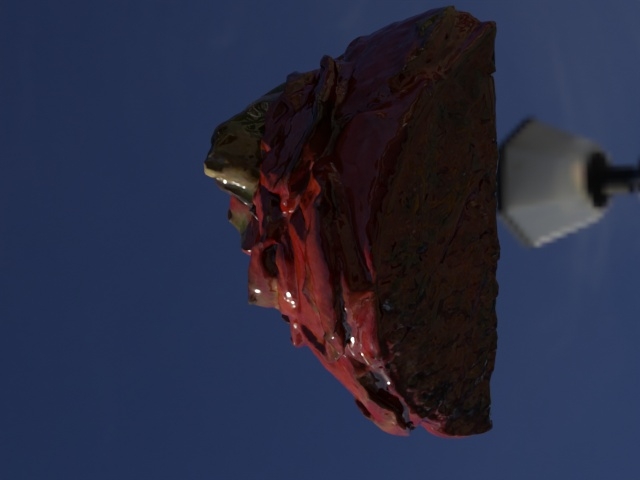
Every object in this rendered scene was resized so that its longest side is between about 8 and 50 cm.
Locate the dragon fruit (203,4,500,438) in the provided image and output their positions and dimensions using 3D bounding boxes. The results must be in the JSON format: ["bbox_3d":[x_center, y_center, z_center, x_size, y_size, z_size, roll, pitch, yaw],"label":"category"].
[{"bbox_3d":[0.000,0.000,1.135,0.152,0.205,0.317,-30,-54,-42],"label":"dragon fruit"}]
